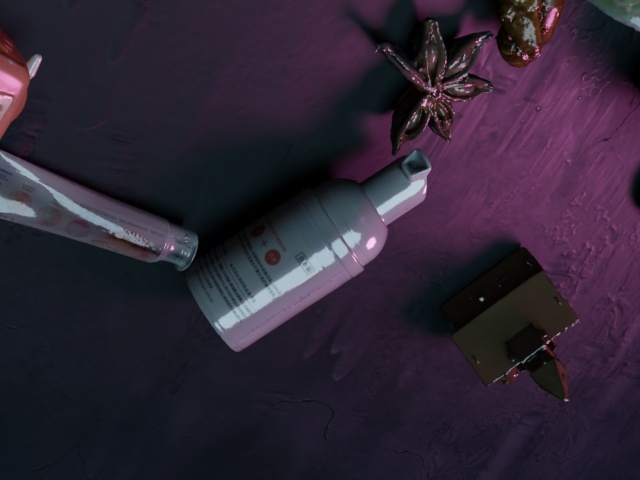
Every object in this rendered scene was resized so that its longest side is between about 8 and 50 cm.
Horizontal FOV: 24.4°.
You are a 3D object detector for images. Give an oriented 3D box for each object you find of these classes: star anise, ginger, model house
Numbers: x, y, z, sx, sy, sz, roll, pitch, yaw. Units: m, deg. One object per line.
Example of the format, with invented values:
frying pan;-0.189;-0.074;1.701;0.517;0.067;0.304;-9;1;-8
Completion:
star anise;0.157;-0.218;2.017;0.172;0.063;0.208;-23;131;-13
ginger;0.281;-0.293;1.984;0.103;0.073;0.162;-36;144;-37
model house;0.331;0.174;2.307;0.181;0.248;0.176;-36;135;7

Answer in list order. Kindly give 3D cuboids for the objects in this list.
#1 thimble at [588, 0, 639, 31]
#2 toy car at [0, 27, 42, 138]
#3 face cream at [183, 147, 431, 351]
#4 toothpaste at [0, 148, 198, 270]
thimble;0.423;-0.376;1.867;0.271;0.270;0.150;8;127;-31
toy car;-0.453;-0.153;1.695;0.212;0.180;0.270;20;117;-48
face cream;0.000;0.000;2.062;0.370;0.145;0.145;-32;135;3
toothpaste;-0.311;-0.033;1.941;0.323;0.066;0.100;21;118;-33
